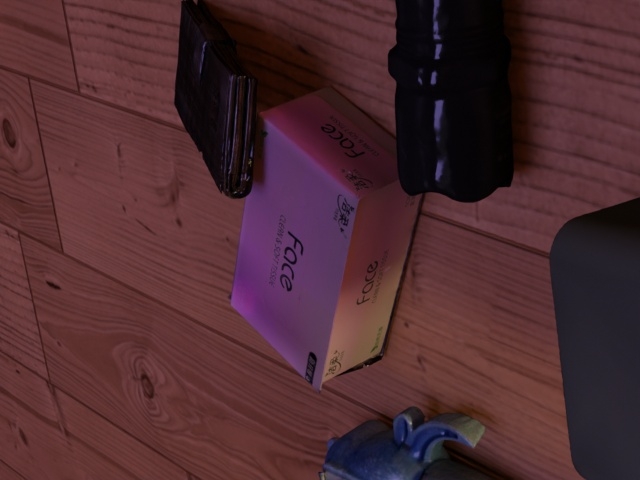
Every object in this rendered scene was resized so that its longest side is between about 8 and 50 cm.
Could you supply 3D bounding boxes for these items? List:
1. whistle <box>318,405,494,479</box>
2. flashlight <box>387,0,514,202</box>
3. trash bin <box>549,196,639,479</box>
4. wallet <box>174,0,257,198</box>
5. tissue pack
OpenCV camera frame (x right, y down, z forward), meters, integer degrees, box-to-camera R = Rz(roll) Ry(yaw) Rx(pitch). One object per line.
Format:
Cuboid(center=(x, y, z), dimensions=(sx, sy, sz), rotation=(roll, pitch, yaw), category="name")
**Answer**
Cuboid(center=(0.103, 0.238, 1.289), dimensions=(0.269, 0.093, 0.180), rotation=(17, 124, 40), category="whistle")
Cuboid(center=(0.096, -0.232, 1.000), dimensions=(0.103, 0.103, 0.424), rotation=(23, 126, 44), category="flashlight")
Cuboid(center=(0.303, 0.091, 0.826), dimensions=(0.343, 0.158, 0.223), rotation=(15, 117, 56), category="trash bin")
Cuboid(center=(-0.101, -0.140, 1.279), dimensions=(0.230, 0.042, 0.124), rotation=(-118, 31, -59), category="wallet")
Cuboid(center=(0.000, 0.000, 1.263), dimensions=(0.148, 0.092, 0.246), rotation=(42, 140, 32), category="tissue pack")
